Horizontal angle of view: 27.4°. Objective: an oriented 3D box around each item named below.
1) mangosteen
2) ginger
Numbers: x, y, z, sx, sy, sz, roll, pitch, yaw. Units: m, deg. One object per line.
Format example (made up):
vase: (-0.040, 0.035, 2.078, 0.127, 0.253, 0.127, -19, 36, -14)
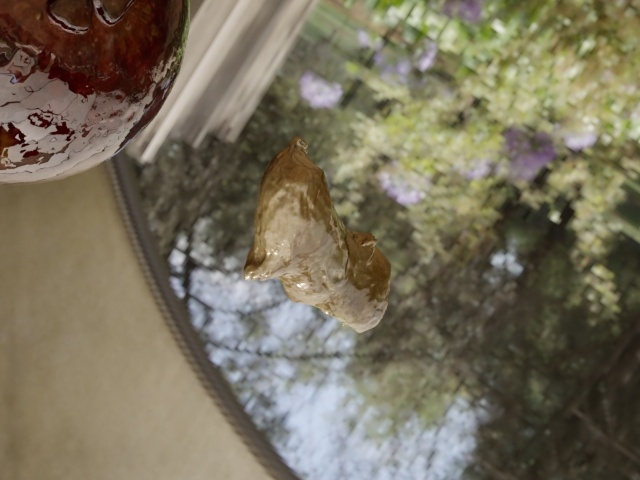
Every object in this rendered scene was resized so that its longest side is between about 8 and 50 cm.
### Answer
mangosteen: (-0.202, -0.132, 0.797, 0.215, 0.215, 0.257, 28, 156, -30)
ginger: (-0.004, 0.004, 0.645, 0.137, 0.057, 0.044, 54, -159, -57)
